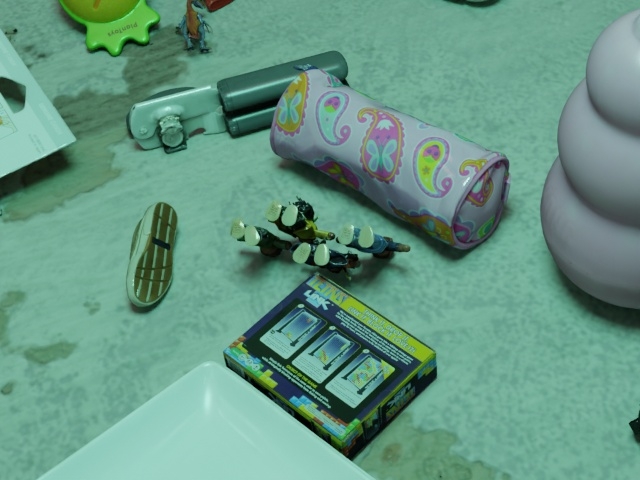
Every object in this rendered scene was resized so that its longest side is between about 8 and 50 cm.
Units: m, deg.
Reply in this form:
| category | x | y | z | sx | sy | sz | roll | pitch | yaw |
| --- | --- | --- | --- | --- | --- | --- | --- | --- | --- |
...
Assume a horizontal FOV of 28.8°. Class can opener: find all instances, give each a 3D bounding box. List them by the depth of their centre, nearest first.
| category | x | y | z | sx | sy | sz | roll | pitch | yaw |
| --- | --- | --- | --- | --- | --- | --- | --- | --- | --- |
| can opener | -0.103 | -0.178 | 1.526 | 0.280 | 0.074 | 0.093 | -13 | 48 | -3 |

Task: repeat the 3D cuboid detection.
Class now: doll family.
| category | x | y | z | sx | sy | sz | roll | pitch | yaw |
| --- | --- | --- | --- | --- | --- | --- | --- | --- | --- |
| doll family | 0.000 | 0.000 | 1.345 | 0.193 | 0.111 | 0.076 | 21 | 85 | 21 |

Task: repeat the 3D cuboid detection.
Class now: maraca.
| category | x | y | z | sx | sy | sz | roll | pitch | yaw |
| --- | --- | --- | --- | --- | --- | --- | --- | --- | --- |
| maraca | -0.290 | -0.336 | 1.683 | 0.127 | 0.099 | 0.186 | -25 | 75 | -2 |

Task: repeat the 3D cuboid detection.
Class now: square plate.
| category | x | y | z | sx | sy | sz | roll | pitch | yaw |
| --- | --- | --- | --- | --- | --- | --- | --- | --- | --- |
| square plate | -0.107 | 0.291 | 1.102 | 0.344 | 0.049 | 0.347 | 33 | 51 | 31 |

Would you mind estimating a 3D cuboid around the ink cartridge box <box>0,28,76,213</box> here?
| category | x | y | z | sx | sy | sz | roll | pitch | yaw |
| --- | --- | --- | --- | --- | --- | --- | --- | --- | --- |
| ink cartridge box | -0.454 | -0.129 | 1.547 | 0.238 | 0.060 | 0.275 | -27 | 50 | -15 |

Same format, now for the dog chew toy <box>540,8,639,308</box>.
| category | x | y | z | sx | sy | sz | roll | pitch | yaw |
| --- | --- | --- | --- | --- | --- | --- | --- | --- | --- |
| dog chew toy | 0.318 | -0.085 | 1.208 | 0.206 | 0.332 | 0.207 | -5 | 49 | 5 |

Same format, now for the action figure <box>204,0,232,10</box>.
| category | x | y | z | sx | sy | sz | roll | pitch | yaw |
| --- | --- | --- | --- | --- | --- | --- | --- | --- | --- |
| action figure | -0.185 | -0.447 | 1.766 | 0.139 | 0.091 | 0.280 | -36 | 54 | -14 |

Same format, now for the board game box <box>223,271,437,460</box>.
| category | x | y | z | sx | sy | sz | roll | pitch | yaw |
| --- | --- | --- | --- | --- | --- | --- | --- | --- | --- |
| board game box | 0.010 | 0.125 | 1.261 | 0.170 | 0.048 | 0.141 | 34 | 59 | 32 |

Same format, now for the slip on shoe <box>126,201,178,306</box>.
| category | x | y | z | sx | sy | sz | roll | pitch | yaw |
| --- | --- | --- | --- | --- | --- | --- | --- | --- | --- |
| slip on shoe | -0.194 | 0.019 | 1.392 | 0.041 | 0.051 | 0.135 | -28 | 45 | 40 |

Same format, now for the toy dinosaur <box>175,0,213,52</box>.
| category | x | y | z | sx | sy | sz | roll | pitch | yaw |
| --- | --- | --- | --- | --- | --- | --- | --- | --- | --- |
| toy dinosaur | -0.163 | -0.289 | 1.641 | 0.047 | 0.090 | 0.082 | -4 | 79 | -15 |

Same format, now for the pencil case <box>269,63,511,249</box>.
| category | x | y | z | sx | sy | sz | roll | pitch | yaw |
| --- | --- | --- | --- | --- | --- | --- | --- | --- | --- |
| pencil case | 0.076 | -0.098 | 1.400 | 0.284 | 0.124 | 0.124 | 30 | 59 | 31 |

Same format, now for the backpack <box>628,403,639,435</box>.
| category | x | y | z | sx | sy | sz | roll | pitch | yaw |
| --- | --- | --- | --- | --- | --- | --- | --- | --- | --- |
| backpack | 0.388 | 0.119 | 1.160 | 0.182 | 0.152 | 0.115 | -28 | 55 | -31 |
